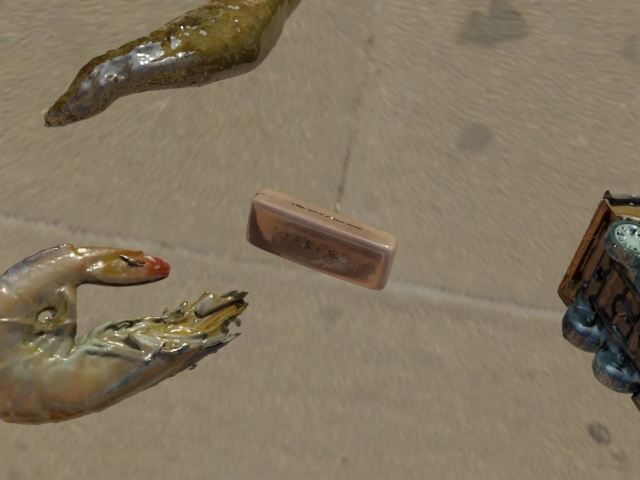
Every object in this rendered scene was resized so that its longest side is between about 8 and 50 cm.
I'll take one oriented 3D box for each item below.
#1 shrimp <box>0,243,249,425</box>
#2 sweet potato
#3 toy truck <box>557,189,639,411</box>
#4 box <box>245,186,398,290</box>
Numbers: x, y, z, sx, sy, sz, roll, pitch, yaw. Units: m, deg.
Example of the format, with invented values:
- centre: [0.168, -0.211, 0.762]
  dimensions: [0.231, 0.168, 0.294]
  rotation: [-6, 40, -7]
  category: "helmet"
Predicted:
- centre: [-0.161, 0.060, 1.324]
  dimensions: [0.236, 0.053, 0.133]
  rotation: [-15, 101, -20]
  category: "shrimp"
- centre: [-0.056, -0.085, 0.790]
  dimensions: [0.153, 0.041, 0.038]
  rotation: [-31, 82, -38]
  category: "sweet potato"
- centre: [0.215, 0.059, 0.935]
  dimensions: [0.115, 0.178, 0.080]
  rotation: [-5, 136, -28]
  category: "toy truck"
- centre: [0.000, 0.000, 1.324]
  dimensions: [0.115, 0.025, 0.048]
  rotation: [21, 126, 9]
  category: "box"
